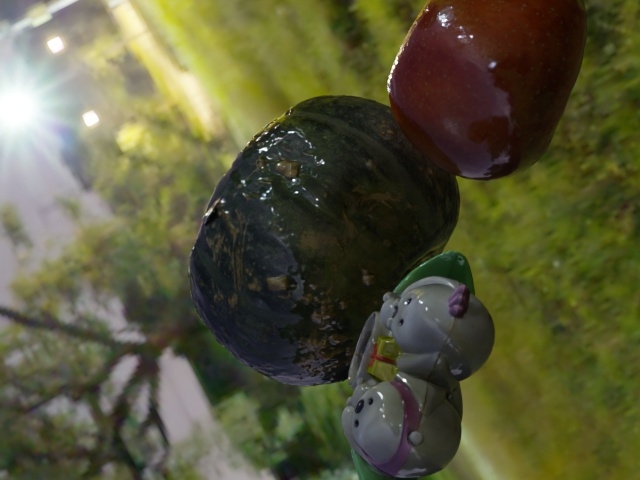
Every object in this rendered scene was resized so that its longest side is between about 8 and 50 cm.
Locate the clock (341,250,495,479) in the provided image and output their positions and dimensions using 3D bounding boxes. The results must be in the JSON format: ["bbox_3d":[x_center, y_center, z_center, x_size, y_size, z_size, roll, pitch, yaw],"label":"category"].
[{"bbox_3d":[0.084,0.118,1.213,0.144,0.103,0.231,147,140,-82],"label":"clock"}]

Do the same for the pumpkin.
[{"bbox_3d":[0.000,0.000,1.604,0.257,0.327,0.291,28,154,14],"label":"pumpkin"}]

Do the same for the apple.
[{"bbox_3d":[0.166,-0.178,1.406,0.235,0.173,0.210,-66,-4,-55],"label":"apple"}]
